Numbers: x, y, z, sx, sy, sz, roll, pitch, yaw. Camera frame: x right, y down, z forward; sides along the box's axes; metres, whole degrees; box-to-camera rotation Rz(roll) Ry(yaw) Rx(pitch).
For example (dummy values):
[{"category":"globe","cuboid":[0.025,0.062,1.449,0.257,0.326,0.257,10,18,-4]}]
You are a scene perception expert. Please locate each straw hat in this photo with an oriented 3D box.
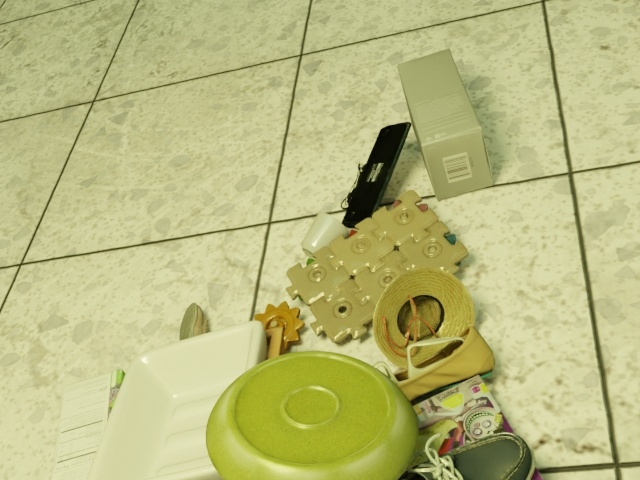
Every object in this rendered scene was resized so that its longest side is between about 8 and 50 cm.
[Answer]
[{"category":"straw hat","cuboid":[0.134,0.105,1.183,0.145,0.144,0.061,-31,3,-7]}]

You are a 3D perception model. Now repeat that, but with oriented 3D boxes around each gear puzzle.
[{"category":"gear puzzle","cuboid":[0.048,0.072,1.280,0.339,0.044,0.175,-33,51,-5]}]

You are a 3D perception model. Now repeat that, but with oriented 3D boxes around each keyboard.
[{"category":"keyboard","cuboid":[0.095,-0.103,1.414,0.100,0.038,0.192,1,63,54]}]

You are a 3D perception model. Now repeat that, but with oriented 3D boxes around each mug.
[{"category":"mug","cuboid":[0.003,0.001,1.368,0.062,0.078,0.064,35,74,8]}]

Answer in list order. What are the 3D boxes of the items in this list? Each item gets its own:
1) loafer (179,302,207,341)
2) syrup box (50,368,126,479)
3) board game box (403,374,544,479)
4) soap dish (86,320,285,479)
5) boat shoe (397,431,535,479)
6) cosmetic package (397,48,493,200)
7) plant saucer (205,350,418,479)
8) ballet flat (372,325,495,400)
[{"category":"loafer","cuboid":[-0.190,0.150,1.316,0.045,0.039,0.125,-44,30,29]},{"category":"syrup box","cuboid":[-0.297,0.302,1.164,0.096,0.093,0.236,-18,42,7]},{"category":"board game box","cuboid":[0.080,0.315,1.015,0.347,0.056,0.208,-26,46,-2]},{"category":"soap dish","cuboid":[-0.156,0.244,1.097,0.229,0.118,0.290,-17,29,14]},{"category":"boat shoe","cuboid":[0.120,0.279,0.941,0.255,0.079,0.095,-27,37,-5]},{"category":"cosmetic package","cuboid":[0.202,-0.194,1.413,0.107,0.127,0.237,-15,45,10]},{"category":"plant saucer","cuboid":[-0.010,0.197,0.968,0.241,0.037,0.241,0,33,0]},{"category":"ballet flat","cuboid":[0.109,0.176,1.115,0.232,0.073,0.080,-23,6,-3]}]
